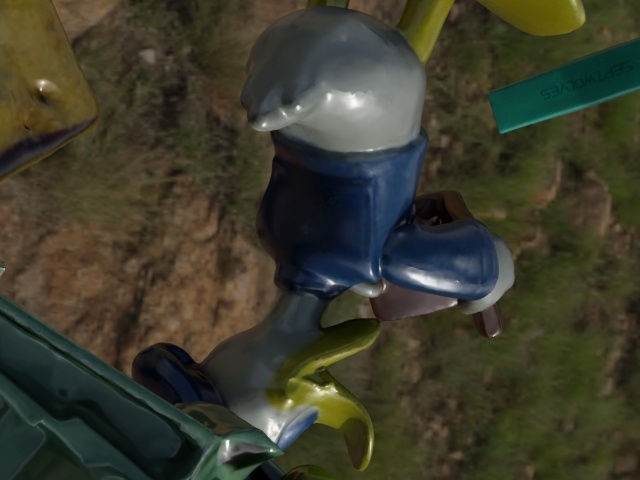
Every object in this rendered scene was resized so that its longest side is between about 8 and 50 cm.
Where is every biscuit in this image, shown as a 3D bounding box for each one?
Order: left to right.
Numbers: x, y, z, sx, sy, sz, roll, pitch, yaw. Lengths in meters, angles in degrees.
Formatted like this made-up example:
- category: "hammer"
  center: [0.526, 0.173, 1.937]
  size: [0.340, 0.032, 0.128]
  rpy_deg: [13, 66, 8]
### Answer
- category: "biscuit"
  center: [-0.239, -0.125, 0.797]
  size: [0.174, 0.039, 0.183]
  rpy_deg: [-37, 118, -44]

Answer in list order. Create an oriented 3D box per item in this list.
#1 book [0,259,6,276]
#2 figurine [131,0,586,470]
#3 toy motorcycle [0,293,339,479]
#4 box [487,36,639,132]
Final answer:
- category: "book"
  center: [-0.497, 0.048, 1.316]
  size: [0.228, 0.024, 0.160]
  rpy_deg: [25, 112, -34]
- category: "figurine"
  center: [0.000, 0.000, 0.679]
  size: [0.338, 0.204, 0.283]
  rpy_deg: [-57, 146, -14]
- category: "toy motorcycle"
  center: [-0.115, 0.103, 0.397]
  size: [0.326, 0.200, 0.191]
  rpy_deg: [45, 78, -14]
- category: "box"
  center: [0.254, -0.144, 0.968]
  size: [0.226, 0.160, 0.042]
  rpy_deg: [-24, 97, -59]
